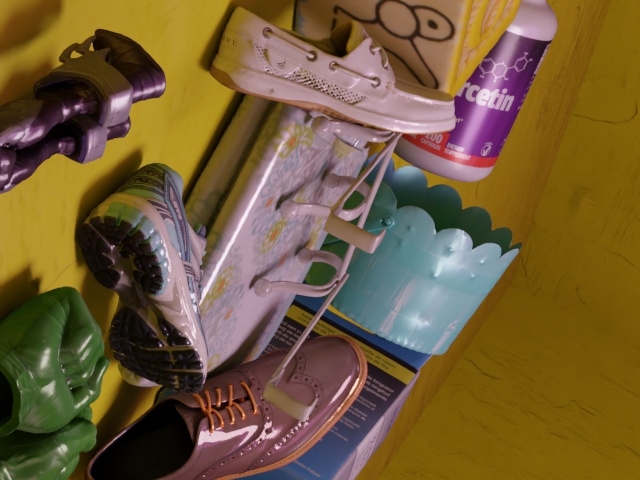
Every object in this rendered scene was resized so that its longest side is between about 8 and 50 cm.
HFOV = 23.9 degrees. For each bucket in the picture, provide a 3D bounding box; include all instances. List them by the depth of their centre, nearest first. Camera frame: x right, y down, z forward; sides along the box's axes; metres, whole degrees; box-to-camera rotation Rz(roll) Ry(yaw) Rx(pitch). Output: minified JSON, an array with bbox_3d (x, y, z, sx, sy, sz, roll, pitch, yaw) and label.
[{"bbox_3d":[0.114,0.015,2.066,0.183,0.281,0.281,-59,167,13],"label":"bucket"}]

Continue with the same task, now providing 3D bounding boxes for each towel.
[{"bbox_3d":[-0.088,-0.002,1.778,0.374,0.090,0.320,-62,163,4],"label":"towel"}]

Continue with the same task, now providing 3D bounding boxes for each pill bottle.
[{"bbox_3d":[0.217,-0.258,2.145,0.181,0.181,0.323,-30,146,-64],"label":"pill bottle"}]

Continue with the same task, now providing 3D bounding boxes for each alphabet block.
[{"bbox_3d":[0.106,-0.297,1.654,0.193,0.197,0.192,-53,164,-32],"label":"alphabet block"}]

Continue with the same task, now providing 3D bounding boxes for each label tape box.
[{"bbox_3d":[-0.031,0.207,2.023,0.347,0.249,0.115,-44,157,-50],"label":"label tape box"}]

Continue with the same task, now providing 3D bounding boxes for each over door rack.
[{"bbox_3d":[0.000,0.000,1.646,0.324,0.108,0.239,-74,-177,-61],"label":"over door rack"}]

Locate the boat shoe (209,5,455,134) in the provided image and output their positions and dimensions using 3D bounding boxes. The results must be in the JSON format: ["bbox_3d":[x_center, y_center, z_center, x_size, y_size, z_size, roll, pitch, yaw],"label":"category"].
[{"bbox_3d":[0.028,-0.177,1.553,0.098,0.277,0.096,40,-64,60],"label":"boat shoe"}]

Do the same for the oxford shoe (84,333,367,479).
[{"bbox_3d":[-0.107,0.215,1.775,0.363,0.130,0.133,-31,161,-7],"label":"oxford shoe"}]

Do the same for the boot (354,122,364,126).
[{"bbox_3d":[0.041,-0.164,1.989,0.099,0.045,0.121,-62,173,12],"label":"boot"}]

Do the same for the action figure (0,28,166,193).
[{"bbox_3d":[-0.242,-0.062,1.115,0.285,0.099,0.185,-39,161,-48],"label":"action figure"}]

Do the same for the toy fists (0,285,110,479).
[{"bbox_3d":[-0.269,0.161,1.431,0.142,0.096,0.279,-47,159,-46],"label":"toy fists"}]

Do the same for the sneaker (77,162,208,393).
[{"bbox_3d":[-0.150,0.042,1.530,0.283,0.110,0.122,84,28,-46],"label":"sneaker"}]
